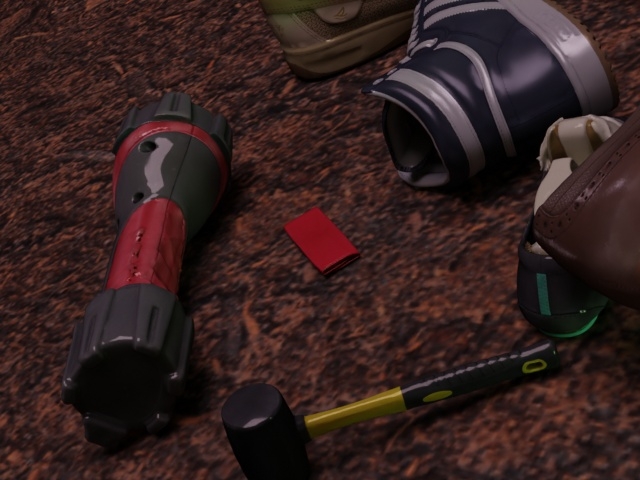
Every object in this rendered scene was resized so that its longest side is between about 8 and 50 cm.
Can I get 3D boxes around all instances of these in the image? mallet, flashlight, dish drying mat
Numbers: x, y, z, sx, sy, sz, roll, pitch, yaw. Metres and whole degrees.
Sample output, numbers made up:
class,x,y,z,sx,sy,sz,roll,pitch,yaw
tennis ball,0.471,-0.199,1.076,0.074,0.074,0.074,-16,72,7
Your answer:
class,x,y,z,sx,sy,sz,roll,pitch,yaw
mallet,0.036,0.083,0.596,0.189,0.062,0.039,-24,34,7
flashlight,-0.120,0.002,0.795,0.103,0.103,0.304,-18,32,11
dish drying mat,0.000,0.000,0.792,0.032,0.008,0.083,-32,31,-6

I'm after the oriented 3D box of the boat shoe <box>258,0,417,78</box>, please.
class,x,y,z,sx,sy,sz,roll,pitch,yaw
boat shoe,0.106,-0.269,0.990,0.341,0.110,0.122,-27,32,3

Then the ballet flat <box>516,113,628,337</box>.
class,x,y,z,sx,sy,sz,roll,pitch,yaw
ballet flat,0.161,-0.033,0.657,0.074,0.074,0.203,-5,39,32

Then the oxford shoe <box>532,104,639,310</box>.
class,x,y,z,sx,sy,sz,roll,pitch,yaw
oxford shoe,0.261,-0.092,0.588,0.363,0.130,0.132,-36,35,-26

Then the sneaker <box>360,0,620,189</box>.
class,x,y,z,sx,sy,sz,roll,pitch,yaw
sneaker,0.092,-0.137,0.831,0.153,0.099,0.282,-30,33,-1
